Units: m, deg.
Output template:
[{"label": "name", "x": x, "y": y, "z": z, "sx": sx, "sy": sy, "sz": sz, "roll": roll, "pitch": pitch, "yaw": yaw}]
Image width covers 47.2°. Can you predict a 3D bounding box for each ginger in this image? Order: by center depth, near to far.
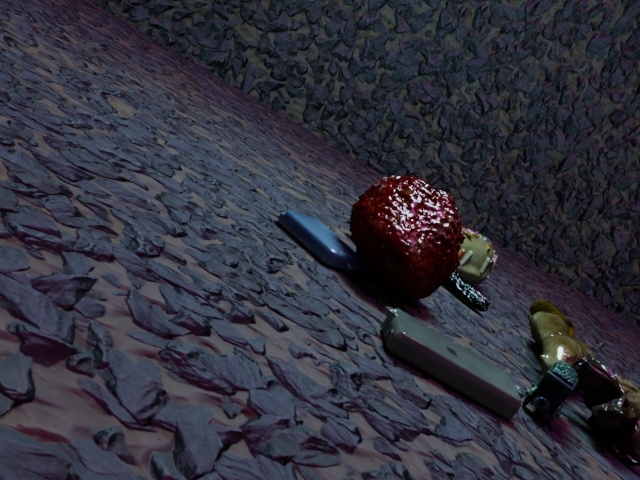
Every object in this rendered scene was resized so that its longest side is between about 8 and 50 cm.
[{"label": "ginger", "x": 0.568, "y": 0.256, "z": 1.703, "sx": 0.348, "sy": 0.122, "sz": 0.363, "roll": 33, "pitch": 19, "yaw": -38}]

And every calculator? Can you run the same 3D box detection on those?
[{"label": "calculator", "x": 0.000, "y": 0.000, "z": 1.506, "sx": 0.210, "sy": 0.039, "sz": 0.121, "roll": 41, "pitch": 17, "yaw": 35}]

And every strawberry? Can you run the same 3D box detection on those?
[{"label": "strawberry", "x": 0.164, "y": -0.002, "z": 1.527, "sx": 0.261, "sy": 0.261, "sz": 0.258, "roll": 38, "pitch": 51, "yaw": 24}]

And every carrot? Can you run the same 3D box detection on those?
[{"label": "carrot", "x": 0.679, "y": 0.235, "z": 2.148, "sx": 0.082, "sy": 0.082, "sz": 0.173, "roll": 27, "pitch": 10, "yaw": -24}]

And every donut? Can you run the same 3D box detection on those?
[{"label": "donut", "x": 0.337, "y": -0.015, "z": 2.126, "sx": 0.371, "sy": 0.150, "sz": 0.307, "roll": 36, "pitch": 13, "yaw": 15}]

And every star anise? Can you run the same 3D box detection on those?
[{"label": "star anise", "x": 0.551, "y": 0.325, "z": 1.411, "sx": 0.214, "sy": 0.099, "sz": 0.220, "roll": 50, "pitch": 18, "yaw": 5}]

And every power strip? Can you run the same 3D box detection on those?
[{"label": "power strip", "x": 0.214, "y": 0.202, "z": 1.216, "sx": 0.271, "sy": 0.046, "sz": 0.118, "roll": 31, "pitch": 14, "yaw": -8}]

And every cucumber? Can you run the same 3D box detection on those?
[{"label": "cucumber", "x": 0.365, "y": 0.127, "z": 1.884, "sx": 0.053, "sy": 0.053, "sz": 0.181, "roll": 18, "pitch": 20, "yaw": -48}]

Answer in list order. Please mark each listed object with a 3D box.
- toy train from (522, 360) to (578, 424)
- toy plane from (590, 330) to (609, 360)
[{"label": "toy train", "x": 0.425, "y": 0.271, "z": 1.337, "sx": 0.070, "sy": 0.099, "sz": 0.172, "roll": 37, "pitch": 12, "yaw": 20}, {"label": "toy plane", "x": 0.651, "y": 0.247, "z": 1.711, "sx": 0.077, "sy": 0.024, "sz": 0.084, "roll": 63, "pitch": 18, "yaw": 15}]
